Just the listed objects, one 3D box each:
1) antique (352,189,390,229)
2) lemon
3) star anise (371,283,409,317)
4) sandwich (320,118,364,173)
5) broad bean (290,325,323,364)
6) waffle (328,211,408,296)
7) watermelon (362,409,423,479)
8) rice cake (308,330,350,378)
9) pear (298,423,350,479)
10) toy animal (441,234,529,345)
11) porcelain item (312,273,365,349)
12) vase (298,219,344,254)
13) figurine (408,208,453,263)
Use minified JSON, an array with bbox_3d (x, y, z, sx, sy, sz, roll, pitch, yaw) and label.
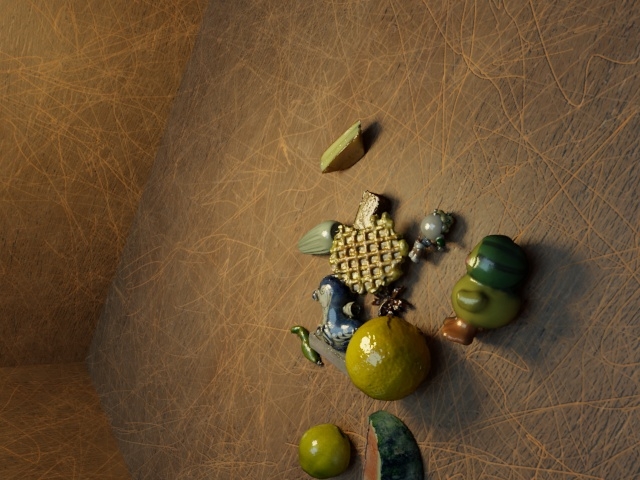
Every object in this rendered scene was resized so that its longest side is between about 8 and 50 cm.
[{"bbox_3d":[0.171,-0.025,1.932,0.093,0.088,0.309,27,104,43],"label":"antique"},{"bbox_3d":[0.218,0.383,1.697,0.293,0.293,0.292,-8,79,45],"label":"lemon"},{"bbox_3d":[0.244,0.211,1.845,0.168,0.057,0.167,-6,81,38],"label":"star anise"},{"bbox_3d":[0.101,-0.359,2.048,0.258,0.096,0.094,-39,52,38],"label":"sandwich"},{"bbox_3d":[-0.057,0.427,2.134,0.070,0.048,0.213,-51,54,17],"label":"broad bean"},{"bbox_3d":[0.163,0.045,1.846,0.301,0.058,0.281,-39,72,23],"label":"waffle"},{"bbox_3d":[0.207,0.742,1.761,0.226,0.148,0.318,-46,52,41],"label":"watermelon"},{"bbox_3d":[0.079,0.450,1.976,0.365,0.056,0.072,29,124,43],"label":"rice cake"},{"bbox_3d":[0.015,0.776,1.916,0.198,0.198,0.198,-8,79,45],"label":"pear"},{"bbox_3d":[0.488,0.148,1.512,0.191,0.216,0.337,24,100,18],"label":"toy animal"},{"bbox_3d":[0.080,0.266,1.955,0.186,0.138,0.287,-10,79,41],"label":"porcelain item"},{"bbox_3d":[0.000,0.000,2.087,0.248,0.128,0.128,-21,70,52],"label":"vase"},{"bbox_3d":[0.367,-0.013,1.729,0.147,0.094,0.196,-115,41,-58],"label":"figurine"}]
